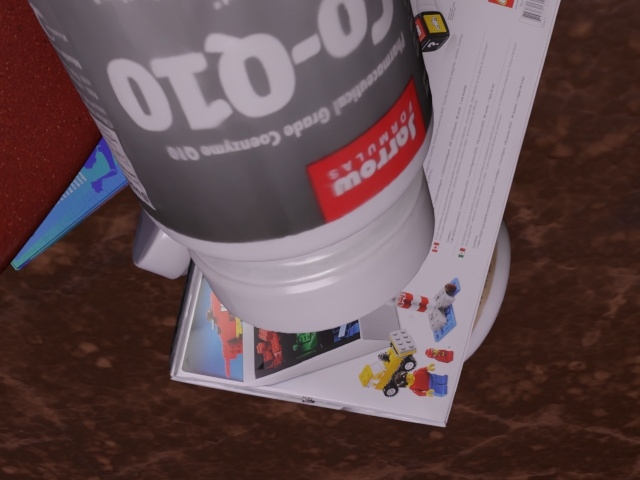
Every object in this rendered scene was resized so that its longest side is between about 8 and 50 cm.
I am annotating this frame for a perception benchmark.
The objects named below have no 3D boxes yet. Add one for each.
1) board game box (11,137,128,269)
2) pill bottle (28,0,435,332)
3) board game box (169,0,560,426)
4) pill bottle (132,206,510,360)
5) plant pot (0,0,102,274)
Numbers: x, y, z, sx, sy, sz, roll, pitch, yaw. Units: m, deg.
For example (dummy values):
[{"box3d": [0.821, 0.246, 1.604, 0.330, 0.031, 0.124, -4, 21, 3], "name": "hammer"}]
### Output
[{"box3d": [-0.193, -0.094, 0.683, 0.210, 0.047, 0.160, -31, 100, 34], "name": "board game box"}, {"box3d": [-0.035, -0.093, 0.464, 0.161, 0.161, 0.283, -9, 135, 13], "name": "pill bottle"}, {"box3d": [0.026, -0.041, 0.647, 0.193, 0.053, 0.305, 12, 99, -12], "name": "board game box"}, {"box3d": [0.000, 0.000, 0.762, 0.265, 0.153, 0.153, 19, 138, -21], "name": "pill bottle"}, {"box3d": [-0.249, -0.105, 0.455, 0.267, 0.235, 0.267, -8, 145, 15], "name": "plant pot"}]
